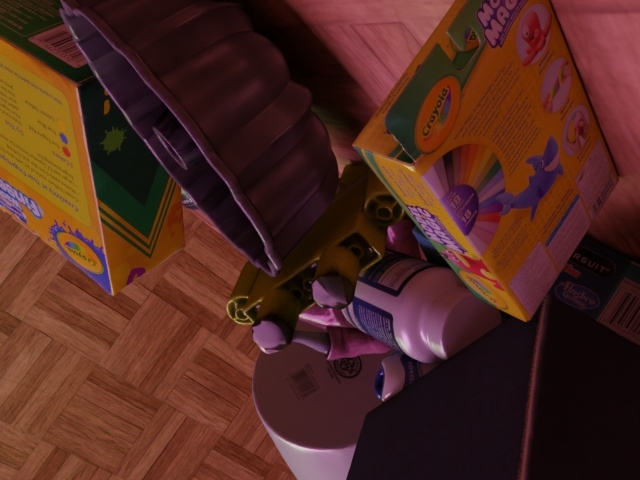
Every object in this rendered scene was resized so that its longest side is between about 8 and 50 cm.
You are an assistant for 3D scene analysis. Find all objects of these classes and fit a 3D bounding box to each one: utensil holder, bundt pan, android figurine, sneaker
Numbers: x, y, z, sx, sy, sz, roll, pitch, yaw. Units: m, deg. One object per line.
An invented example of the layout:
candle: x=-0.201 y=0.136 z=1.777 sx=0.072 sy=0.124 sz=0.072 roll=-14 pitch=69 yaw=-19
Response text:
utensil holder: x=0.085 y=0.328 z=1.299 sx=0.328 sy=0.327 sz=0.385 roll=28 pitch=152 yaw=39
bundt pan: x=-0.103 y=-0.126 z=0.722 sx=0.331 sy=0.124 sz=0.331 roll=48 pitch=168 yaw=14
android figurine: x=0.000 y=0.000 z=0.801 sx=0.056 sy=0.248 sz=0.273 roll=44 pitch=-150 yaw=-17
sneaker: x=0.130 y=0.161 z=0.844 sx=0.131 sy=0.112 sz=0.296 roll=2 pitch=164 yaw=9

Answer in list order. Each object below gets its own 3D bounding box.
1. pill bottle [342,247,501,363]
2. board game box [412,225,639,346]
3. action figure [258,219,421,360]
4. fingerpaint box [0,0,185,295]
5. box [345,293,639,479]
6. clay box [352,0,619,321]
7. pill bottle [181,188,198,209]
pill bottle: x=0.096 y=0.066 z=0.716 sx=0.094 sy=0.094 sz=0.169 roll=40 pitch=171 yaw=-28
board game box: x=0.253 y=0.084 z=0.781 sx=0.254 sy=0.079 sz=0.336 roll=32 pitch=171 yaw=28
action figure: x=0.062 y=0.092 z=0.998 sx=0.276 sy=0.248 sz=0.370 roll=38 pitch=173 yaw=-21
fingerpaint box: x=-0.413 y=-0.190 z=1.076 sx=0.445 sy=0.163 sz=0.371 roll=31 pitch=139 yaw=24
box: x=0.241 y=0.274 z=0.602 sx=0.395 sy=0.212 sz=0.293 roll=30 pitch=141 yaw=-9
clay box: x=0.107 y=-0.055 z=0.445 sx=0.053 sy=0.127 sz=0.222 roll=25 pitch=166 yaw=45
pill bottle: x=-0.234 y=-0.140 z=1.252 sx=0.246 sy=0.130 sz=0.130 roll=41 pitch=169 yaw=-35
